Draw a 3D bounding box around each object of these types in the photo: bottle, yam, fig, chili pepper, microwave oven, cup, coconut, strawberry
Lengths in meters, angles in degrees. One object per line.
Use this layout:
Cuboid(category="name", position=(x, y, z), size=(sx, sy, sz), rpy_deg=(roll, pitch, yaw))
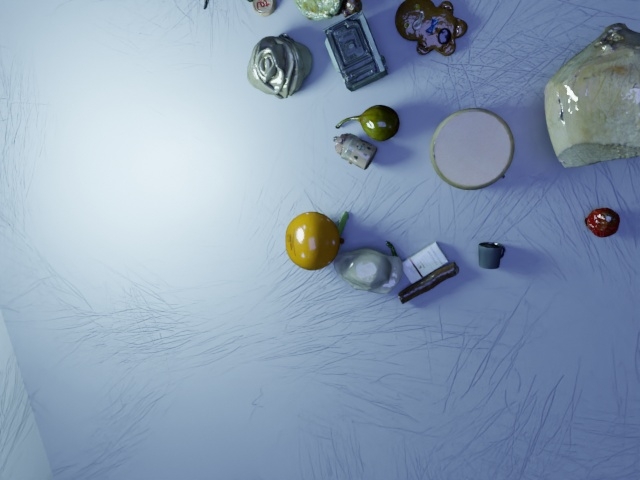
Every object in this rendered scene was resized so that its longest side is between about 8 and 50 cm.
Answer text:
Cuboid(category="bottle", position=(0.113, -0.318, 1.736), size=(0.152, 0.099, 0.099), rpy_deg=(28, 105, 8))
Cuboid(category="yam", position=(0.384, 0.153, 1.780), size=(0.241, 0.057, 0.057), rpy_deg=(-33, 92, 16))
Cuboid(category="fig", position=(0.156, -0.406, 1.713), size=(0.236, 0.124, 0.124), rpy_deg=(11, 103, 30))
Cuboid(category="chili pepper", position=(0.261, 0.037, 1.802), size=(0.022, 0.027, 0.083), rpy_deg=(-28, 92, 13))
Cuboid(category="microwave oven", position=(0.118, -0.625, 1.662), size=(0.162, 0.122, 0.208), rpy_deg=(-21, 95, 15))
Cuboid(category="cup", position=(0.590, 0.051, 1.708), size=(0.100, 0.078, 0.077), rpy_deg=(-7, 106, -16))
Cuboid(category="coconut", position=(0.830, -0.411, 1.401), size=(0.405, 0.404, 0.404), rpy_deg=(2, 101, 13))
Cuboid(category="strawberry", position=(0.909, -0.058, 1.596), size=(0.106, 0.106, 0.106), rpy_deg=(2, 101, 13))

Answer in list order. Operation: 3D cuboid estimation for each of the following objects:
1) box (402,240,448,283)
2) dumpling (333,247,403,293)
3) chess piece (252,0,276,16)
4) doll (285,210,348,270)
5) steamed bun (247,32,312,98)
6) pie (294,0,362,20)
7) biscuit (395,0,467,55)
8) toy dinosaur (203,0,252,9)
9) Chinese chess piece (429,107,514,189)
Cuboid(category="box", position=(0.368, 0.079, 1.777), size=(0.154, 0.040, 0.084), rpy_deg=(-34, 93, 17))
Cuboid(category="dumpling", position=(0.168, 0.108, 1.782), size=(0.250, 0.132, 0.162), rpy_deg=(5, 98, 9))
Cuboid(category="chess piece", position=(-0.197, -0.827, 1.742), size=(0.084, 0.038, 0.083), rpy_deg=(2, 99, 12))
Cuboid(category="doll", position=(0.000, 0.000, 1.784), size=(0.236, 0.213, 0.213), rpy_deg=(-5, 102, -28))
Cuboid(category="steamed bun", position=(-0.154, -0.607, 1.717), size=(0.218, 0.144, 0.211), rpy_deg=(28, 105, 6))
Cuboid(category="pie", position=(0.015, -0.870, 1.653), size=(0.257, 0.105, 0.274), rpy_deg=(5, 101, 22))
Cuboid(category="biscuit", position=(0.356, -0.706, 1.637), size=(0.236, 0.039, 0.180), rpy_deg=(30, 107, 8))
Cuboid(category="toy dinosaur", position=(-0.330, -0.866, 1.728), size=(0.187, 0.087, 0.179), rpy_deg=(40, 100, 23))
Cuboid(category="Chinese chess piece", position=(0.497, -0.299, 1.645), size=(0.273, 0.102, 0.273), rpy_deg=(2, 99, 13))
